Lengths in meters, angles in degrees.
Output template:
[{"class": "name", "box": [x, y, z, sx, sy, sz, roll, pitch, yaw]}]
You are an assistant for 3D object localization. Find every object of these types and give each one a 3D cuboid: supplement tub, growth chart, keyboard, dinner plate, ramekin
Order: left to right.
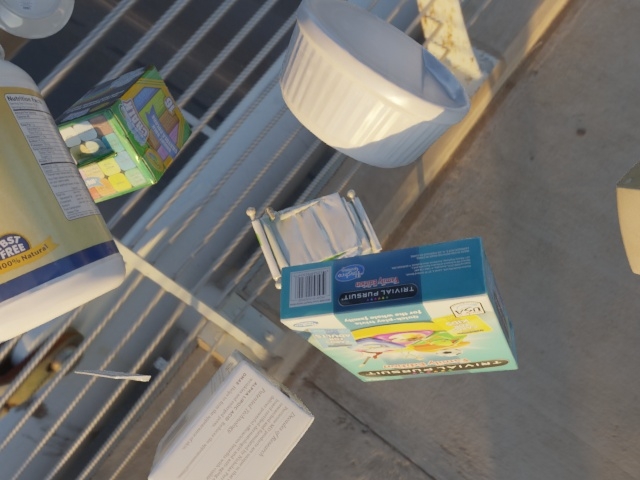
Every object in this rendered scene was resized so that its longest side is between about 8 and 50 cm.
[{"class": "supplement tub", "box": [-0.373, -0.050, 0.655, 0.228, 0.228, 0.316, -26, 95, -2]}, {"class": "dinner plate", "box": [-0.391, -0.342, 0.828, 0.017, 0.141, 0.141, 7, 70, 44]}, {"class": "keyboard", "box": [-0.432, 0.275, 1.286, 0.072, 0.256, 0.014, 16, 73, -35]}, {"class": "growth chart", "box": [0.000, 0.000, 1.109, 0.237, 0.021, 0.171, -14, 86, -28]}, {"class": "ramekin", "box": [0.067, -0.217, 0.884, 0.273, 0.273, 0.127, 45, 123, 18]}]

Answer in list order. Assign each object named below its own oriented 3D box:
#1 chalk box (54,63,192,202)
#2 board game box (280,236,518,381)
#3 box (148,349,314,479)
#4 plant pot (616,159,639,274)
[{"class": "chalk box", "box": [-0.309, -0.149, 0.943, 0.132, 0.132, 0.213, -12, 34, 22]}, {"class": "board game box", "box": [0.128, 0.117, 0.882, 0.254, 0.336, 0.079, -9, 62, 20]}, {"class": "box", "box": [-0.120, 0.255, 0.831, 0.119, 0.181, 0.182, 40, 79, -5]}, {"class": "plant pot", "box": [0.317, -0.032, 0.524, 0.109, 0.109, 0.096, -43, 111, -7]}]
